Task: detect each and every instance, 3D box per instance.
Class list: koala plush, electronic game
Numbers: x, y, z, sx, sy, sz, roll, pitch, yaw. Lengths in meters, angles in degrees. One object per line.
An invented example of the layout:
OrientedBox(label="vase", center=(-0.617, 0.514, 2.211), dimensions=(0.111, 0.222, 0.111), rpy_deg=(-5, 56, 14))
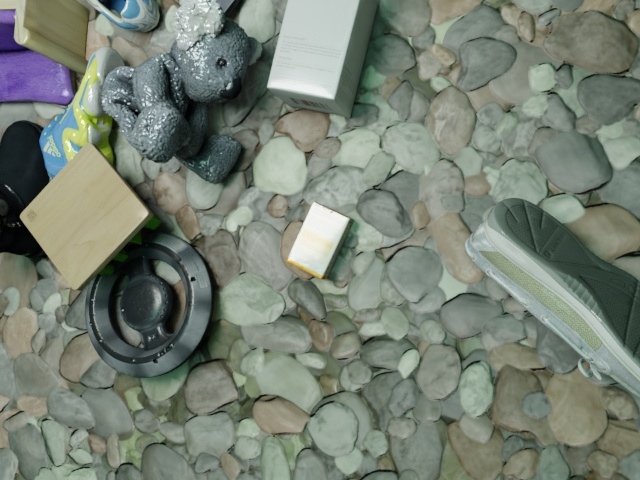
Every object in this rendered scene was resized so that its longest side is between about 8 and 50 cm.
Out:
OrientedBox(label="koala plush", center=(-0.188, -0.237, 0.867), dimensions=(0.203, 0.196, 0.221), rpy_deg=(45, 102, 23))
OrientedBox(label="electronic game", center=(-0.272, 0.099, 0.937), dimensions=(0.229, 0.048, 0.230), rpy_deg=(-4, 78, 17))

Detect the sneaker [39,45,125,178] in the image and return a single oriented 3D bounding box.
OrientedBox(label="sneaker", center=(-0.397, -0.200, 0.967), dimensions=(0.126, 0.091, 0.240), rpy_deg=(11, 91, 16))

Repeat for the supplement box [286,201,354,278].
OrientedBox(label="supplement box", center=(0.000, 0.000, 0.876), dimensions=(0.062, 0.036, 0.099), rpy_deg=(27, 94, 15))

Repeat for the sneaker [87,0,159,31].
OrientedBox(label="sneaker", center=(-0.365, -0.426, 0.974), dimensions=(0.237, 0.086, 0.085), rpy_deg=(36, 97, 15))

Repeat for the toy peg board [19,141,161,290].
OrientedBox(label="toy peg board", center=(-0.343, -0.032, 0.914), dimensions=(0.161, 0.079, 0.161), rpy_deg=(-45, 73, 4))

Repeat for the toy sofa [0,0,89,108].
OrientedBox(label="toy sofa", center=(-0.585, -0.325, 0.994), dimensions=(0.362, 0.150, 0.177), rpy_deg=(4, 87, 15))

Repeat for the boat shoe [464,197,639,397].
OrientedBox(label="boat shoe", center=(0.325, 0.084, 0.757), dimensions=(0.320, 0.103, 0.118), rpy_deg=(42, 53, 11))

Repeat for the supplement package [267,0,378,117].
OrientedBox(label="supplement package", center=(0.006, -0.283, 0.855), dimensions=(0.105, 0.105, 0.180), rpy_deg=(15, 91, 16))

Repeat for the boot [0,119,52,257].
OrientedBox(label="boot", center=(-0.512, -0.090, 0.931), dimensions=(0.094, 0.207, 0.247), rpy_deg=(-8, 85, 13))

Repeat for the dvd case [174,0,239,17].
OrientedBox(label="dvd case", center=(-0.199, -0.459, 0.954), dimensions=(0.221, 0.018, 0.165), rpy_deg=(37, 88, 14))
